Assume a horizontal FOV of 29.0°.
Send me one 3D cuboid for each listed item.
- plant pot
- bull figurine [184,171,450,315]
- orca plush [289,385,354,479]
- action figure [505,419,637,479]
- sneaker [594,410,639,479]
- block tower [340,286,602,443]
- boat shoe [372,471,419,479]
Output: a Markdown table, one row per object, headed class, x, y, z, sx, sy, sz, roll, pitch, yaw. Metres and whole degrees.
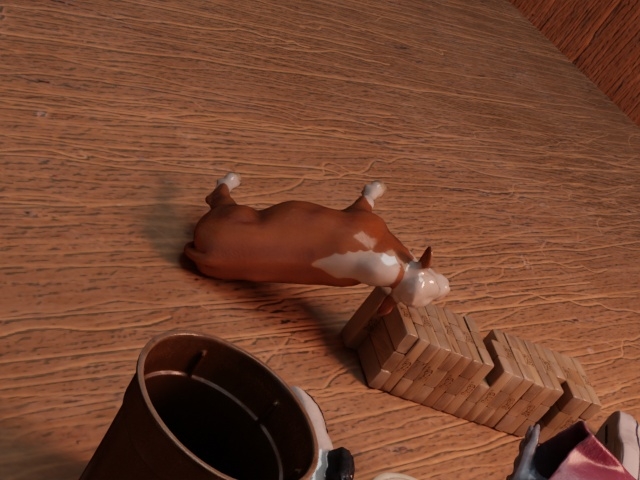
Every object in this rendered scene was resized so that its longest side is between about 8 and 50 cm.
| class | x | y | z | sx | sy | sz | roll | pitch | yaw |
| --- | --- | --- | --- | --- | --- | --- | --- | --- | --- |
| plant pot | -0.116 | 0.189 | 1.010 | 0.167 | 0.165 | 0.167 | 30 | 26 | -17 |
| bull figurine | 0.000 | 0.000 | 1.451 | 0.310 | 0.101 | 0.188 | 8 | 26 | -2 |
| orca plush | -0.018 | 0.265 | 1.090 | 0.102 | 0.151 | 0.287 | 59 | 7 | -35 |
| action figure | 0.331 | 0.349 | 1.225 | 0.370 | 0.248 | 0.276 | 34 | 26 | -2 |
| sneaker | 0.397 | 0.298 | 1.572 | 0.091 | 0.094 | 0.258 | 35 | 24 | 4 |
| block tower | 0.191 | 0.161 | 1.538 | 0.335 | 0.091 | 0.097 | 22 | 29 | -28 |
| boat shoe | 0.075 | 0.334 | 1.103 | 0.109 | 0.091 | 0.305 | 13 | 30 | -11 |
